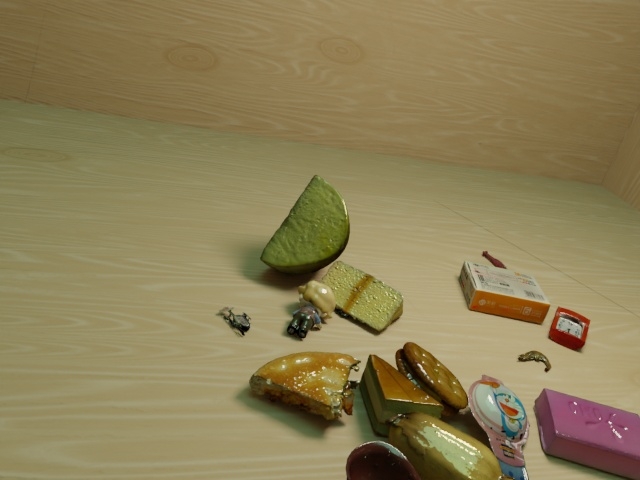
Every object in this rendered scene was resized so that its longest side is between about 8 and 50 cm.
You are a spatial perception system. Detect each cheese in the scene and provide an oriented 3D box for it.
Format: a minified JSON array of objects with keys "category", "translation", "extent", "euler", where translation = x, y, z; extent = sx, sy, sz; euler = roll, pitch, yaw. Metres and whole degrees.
[{"category":"cheese","translation":[0.444,0.453,1.360],"extent":[0.189,0.074,0.286],"euler":[23,37,-11]}]

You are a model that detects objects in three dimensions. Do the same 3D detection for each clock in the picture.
[{"category":"clock","translation":[0.835,0.299,1.869],"extent":[0.113,0.061,0.155],"euler":[25,32,21]}]

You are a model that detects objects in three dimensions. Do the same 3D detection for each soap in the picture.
[{"category":"soap","translation":[0.691,0.488,1.409],"extent":[0.259,0.081,0.181],"euler":[16,27,5]}]

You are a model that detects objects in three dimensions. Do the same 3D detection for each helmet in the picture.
[{"category":"helmet","translation":[0.111,0.493,1.097],"extent":[0.155,0.106,0.175],"euler":[11,25,-10]}]

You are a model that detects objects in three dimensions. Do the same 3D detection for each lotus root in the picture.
[{"category":"lotus root","translation":[0.272,0.473,1.188],"extent":[0.303,0.131,0.146],"euler":[27,52,25]}]

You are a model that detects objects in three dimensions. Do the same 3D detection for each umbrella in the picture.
[{"category":"umbrella","translation":[0.711,0.087,2.249],"extent":[0.025,0.027,0.165],"euler":[12,23,-32]}]

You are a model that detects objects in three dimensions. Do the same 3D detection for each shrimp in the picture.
[{"category":"shrimp","translation":[0.657,0.367,1.691],"extent":[0.114,0.023,0.083],"euler":[3,31,-28]}]

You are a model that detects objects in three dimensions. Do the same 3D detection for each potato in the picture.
[{"category":"potato","translation":[0.000,0.000,1.824],"extent":[0.213,0.330,0.280],"euler":[36,2,16]}]

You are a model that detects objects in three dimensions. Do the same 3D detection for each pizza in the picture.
[{"category":"pizza","translation":[-0.012,0.355,1.330],"extent":[0.289,0.081,0.229],"euler":[-5,26,-31]}]

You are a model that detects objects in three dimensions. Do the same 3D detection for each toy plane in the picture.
[{"category":"toy plane","translation":[-0.232,0.220,1.548],"extent":[0.049,0.031,0.121],"euler":[-22,46,-37]}]

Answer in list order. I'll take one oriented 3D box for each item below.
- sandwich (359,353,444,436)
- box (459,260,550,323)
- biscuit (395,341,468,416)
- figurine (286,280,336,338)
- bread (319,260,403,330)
[{"category":"sandwich","translation":[0.189,0.376,1.352],"extent":[0.144,0.117,0.187],"euler":[9,25,-14]},{"category":"box","translation":[0.645,0.178,1.972],"extent":[0.274,0.091,0.221],"euler":[13,26,-1]},{"category":"biscuit","translation":[0.282,0.349,1.414],"extent":[0.220,0.066,0.220],"euler":[38,15,-12]},{"category":"figurine","translation":[-0.027,0.206,1.618],"extent":[0.114,0.108,0.196],"euler":[11,43,17]},{"category":"bread","translation":[0.131,0.169,1.741],"extent":[0.266,0.142,0.178],"euler":[29,15,23]}]
